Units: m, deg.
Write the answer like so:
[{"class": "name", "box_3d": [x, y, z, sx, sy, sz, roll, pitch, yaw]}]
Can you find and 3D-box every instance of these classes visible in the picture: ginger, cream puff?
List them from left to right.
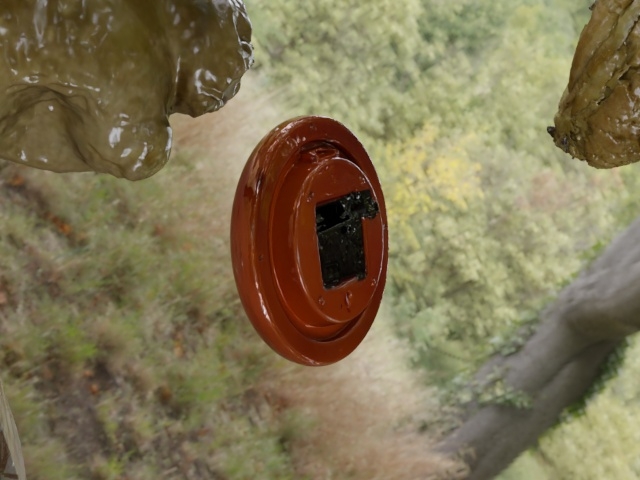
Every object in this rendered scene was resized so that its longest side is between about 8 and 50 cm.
[{"class": "ginger", "box_3d": [-0.128, -0.140, 0.582, 0.219, 0.123, 0.270, 26, 45, 7]}, {"class": "cream puff", "box_3d": [0.222, -0.111, 0.751, 0.104, 0.133, 0.119, 25, -12, 8]}]

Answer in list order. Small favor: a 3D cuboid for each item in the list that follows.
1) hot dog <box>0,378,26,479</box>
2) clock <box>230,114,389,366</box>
[{"class": "hot dog", "box_3d": [-0.203, 0.094, 0.595, 0.108, 0.059, 0.191, -127, -151, -49]}, {"class": "clock", "box_3d": [0.000, 0.000, 0.866, 0.205, 0.051, 0.205, 2, 88, -56]}]
